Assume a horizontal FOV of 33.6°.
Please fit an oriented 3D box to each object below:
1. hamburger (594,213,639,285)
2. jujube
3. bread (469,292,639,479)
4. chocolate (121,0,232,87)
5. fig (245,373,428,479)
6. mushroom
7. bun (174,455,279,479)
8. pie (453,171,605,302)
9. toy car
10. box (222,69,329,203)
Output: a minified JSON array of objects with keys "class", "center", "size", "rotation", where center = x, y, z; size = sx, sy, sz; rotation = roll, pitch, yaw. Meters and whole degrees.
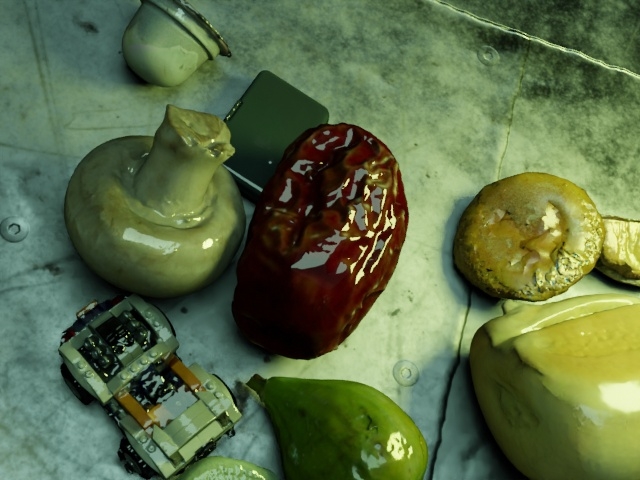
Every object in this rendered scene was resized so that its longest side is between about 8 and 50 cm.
[{"class":"hamburger","center":[0.603,0.023,1.961],"size":[0.261,0.124,0.131],"rotation":[7,82,-8]},{"class":"jujube","center":[0.000,0.000,1.714],"size":[0.276,0.276,0.377],"rotation":[31,64,-1]},{"class":"bread","center":[0.464,0.251,1.724],"size":[0.375,0.253,0.348],"rotation":[-14,29,-21]},{"class":"chocolate","center":[-0.277,-0.351,1.852],"size":[0.147,0.221,0.221],"rotation":[-44,84,-7]},{"class":"fig","center":[0.026,0.305,1.609],"size":[0.233,0.233,0.314],"rotation":[-36,86,-26]},{"class":"mushroom","center":[-0.249,-0.069,1.650],"size":[0.297,0.290,0.298],"rotation":[14,41,-13]},{"class":"bun","center":[-0.141,0.426,1.569],"size":[0.221,0.108,0.221],"rotation":[3,80,-17]},{"class":"pie","center":[0.369,-0.005,1.875],"size":[0.273,0.069,0.274],"rotation":[-5,66,12]},{"class":"toy car","center":[-0.273,0.219,1.629],"size":[0.193,0.118,0.301],"rotation":[-36,79,-23]},{"class":"box","center":[-0.097,-0.182,1.884],"size":[0.160,0.050,0.230],"rotation":[33,63,0]}]
